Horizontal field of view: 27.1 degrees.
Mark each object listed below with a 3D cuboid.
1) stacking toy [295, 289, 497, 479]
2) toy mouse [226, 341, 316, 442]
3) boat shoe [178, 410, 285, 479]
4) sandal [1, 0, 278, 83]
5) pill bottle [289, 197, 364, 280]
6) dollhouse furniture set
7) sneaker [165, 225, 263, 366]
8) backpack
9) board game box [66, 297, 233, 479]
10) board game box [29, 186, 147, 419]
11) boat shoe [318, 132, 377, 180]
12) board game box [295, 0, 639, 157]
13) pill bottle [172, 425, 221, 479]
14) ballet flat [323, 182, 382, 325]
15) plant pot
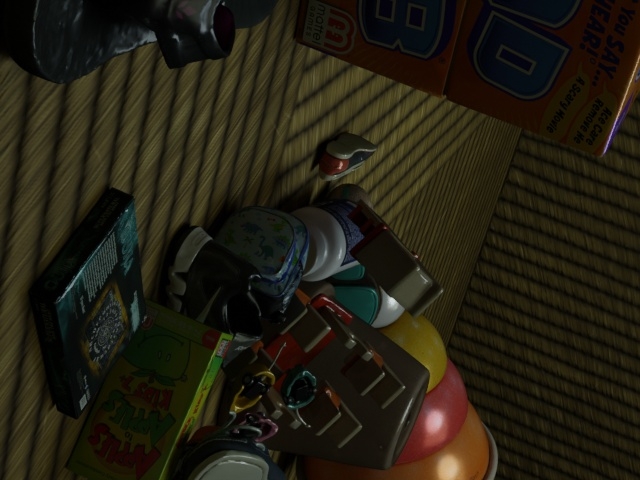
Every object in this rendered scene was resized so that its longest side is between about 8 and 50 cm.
[{"bbox_3d":[0.111,0.218,2.204,0.350,0.351,0.479,-52,143,-49],"label":"stacking toy"},{"bbox_3d":[-0.057,0.180,1.480,0.161,0.031,0.143,-48,140,10],"label":"toy mouse"},{"bbox_3d":[-0.093,0.237,1.387,0.095,0.079,0.254,-35,157,6],"label":"boat shoe"},{"bbox_3d":[-0.082,-0.210,0.992,0.446,0.107,0.167,-39,149,-64],"label":"sandal"},{"bbox_3d":[0.000,0.000,1.681,0.169,0.094,0.094,-19,131,-65],"label":"pill bottle"},{"bbox_3d":[0.007,0.092,1.583,0.259,0.135,0.262,-44,141,4],"label":"dollhouse furniture set"},{"bbox_3d":[-0.114,0.101,1.378,0.078,0.106,0.234,-49,157,-52],"label":"sneaker"},{"bbox_3d":[-0.066,0.014,1.436,0.084,0.105,0.114,99,14,-48],"label":"backpack"},{"bbox_3d":[-0.166,0.157,1.297,0.043,0.092,0.181,38,75,-77],"label":"board game box"},{"bbox_3d":[-0.197,0.058,1.155,0.186,0.026,0.126,95,22,-52],"label":"board game box"},{"bbox_3d":[0.035,-0.110,1.754,0.137,0.049,0.043,-31,145,-65],"label":"boat shoe"},{"bbox_3d":[0.227,-0.374,1.407,0.356,0.356,0.356,-52,160,-47],"label":"board game box"},{"bbox_3d":[-0.163,0.323,1.501,0.245,0.130,0.130,-55,162,-42],"label":"pill bottle"},{"bbox_3d":[0.043,0.028,1.914,0.316,0.108,0.106,94,4,-56],"label":"ballet flat"},{"bbox_3d":[0.020,0.199,1.812,0.263,0.229,0.263,22,90,-78],"label":"plant pot"}]
